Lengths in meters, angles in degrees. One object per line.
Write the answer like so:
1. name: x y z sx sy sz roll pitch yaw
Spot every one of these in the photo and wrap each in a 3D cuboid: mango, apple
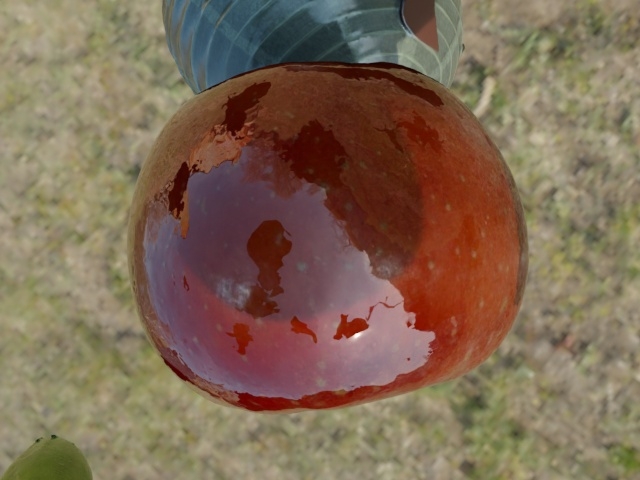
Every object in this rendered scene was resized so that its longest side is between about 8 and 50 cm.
1. mango: -0.265 0.238 1.453 0.091 0.165 0.074 13 119 -8
2. apple: 0.000 0.000 0.990 0.260 0.260 0.217 -17 83 52

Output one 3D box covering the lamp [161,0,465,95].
1. lamp: 0.000 -0.169 1.195 0.233 0.233 0.265 26 163 24
